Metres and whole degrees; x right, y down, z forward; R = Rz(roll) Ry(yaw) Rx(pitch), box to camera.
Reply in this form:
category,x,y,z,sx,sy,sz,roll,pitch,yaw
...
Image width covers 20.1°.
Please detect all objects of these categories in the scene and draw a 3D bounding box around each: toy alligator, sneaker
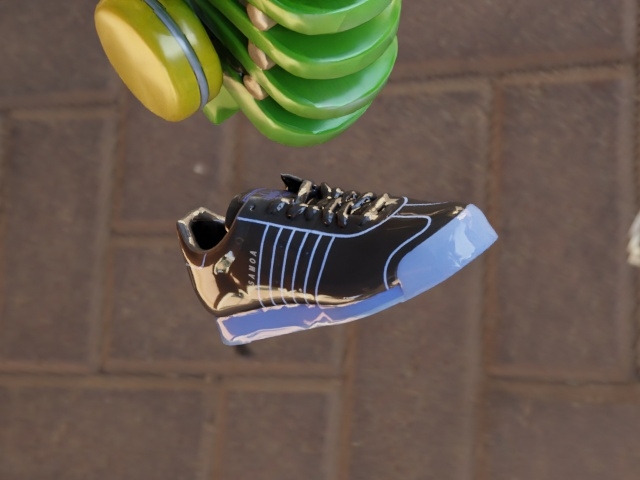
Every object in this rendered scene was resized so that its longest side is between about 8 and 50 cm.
category,x,y,z,sx,sy,sz,roll,pitch,yaw
toy alligator,-0.006,-0.066,0.318,0.056,0.189,0.051,-38,68,-21
sneaker,0.000,0.000,1.123,0.232,0.081,0.090,-18,104,40
